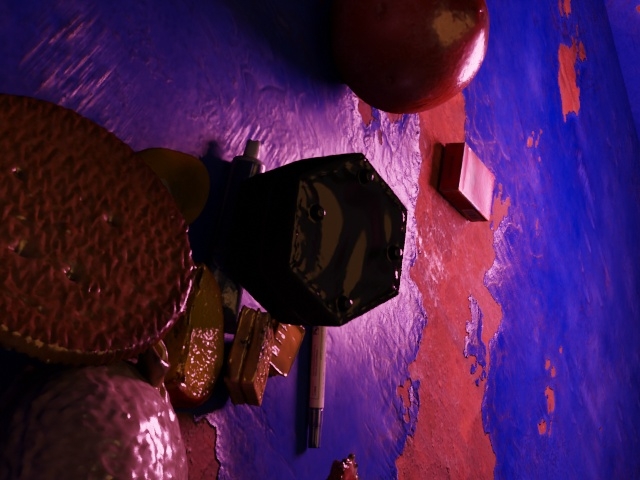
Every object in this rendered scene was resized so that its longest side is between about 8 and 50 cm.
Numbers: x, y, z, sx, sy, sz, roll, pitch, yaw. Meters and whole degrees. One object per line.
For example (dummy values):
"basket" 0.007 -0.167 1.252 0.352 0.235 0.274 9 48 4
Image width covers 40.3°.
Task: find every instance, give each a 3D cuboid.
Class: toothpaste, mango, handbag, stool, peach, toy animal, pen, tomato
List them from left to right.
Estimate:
"toy animal" -0.223 0.223 0.813 0.358 0.188 0.226 -97 177 -76
"mango" -0.181 -0.062 1.034 0.161 0.076 0.103 -36 111 -62
"peach" -0.172 0.110 1.012 0.127 0.093 0.172 -5 94 -69
"toothpaste" -0.116 -0.011 1.162 0.069 0.047 0.268 43 55 -62
"handbag" -0.057 0.149 1.253 0.061 0.027 0.083 55 45 -41
"pen" -0.005 0.215 1.334 0.025 0.025 0.204 15 75 -56
"stool" 0.000 0.000 1.141 0.232 0.141 0.232 1 88 -41
"tomato" 0.151 -0.340 1.419 0.265 0.265 0.264 7 81 -57

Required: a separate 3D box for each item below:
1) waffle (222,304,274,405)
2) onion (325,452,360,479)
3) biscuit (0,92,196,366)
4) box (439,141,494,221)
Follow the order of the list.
"waffle" -0.091 0.153 1.125 0.148 0.042 0.102 93 9 -66
"onion" -0.062 0.428 1.108 0.348 0.159 0.267 -67 151 -45
"biscuit" -0.253 -0.014 0.828 0.305 0.038 0.305 28 40 -26
"box" 0.308 -0.120 1.829 0.175 0.048 0.112 36 59 -51
